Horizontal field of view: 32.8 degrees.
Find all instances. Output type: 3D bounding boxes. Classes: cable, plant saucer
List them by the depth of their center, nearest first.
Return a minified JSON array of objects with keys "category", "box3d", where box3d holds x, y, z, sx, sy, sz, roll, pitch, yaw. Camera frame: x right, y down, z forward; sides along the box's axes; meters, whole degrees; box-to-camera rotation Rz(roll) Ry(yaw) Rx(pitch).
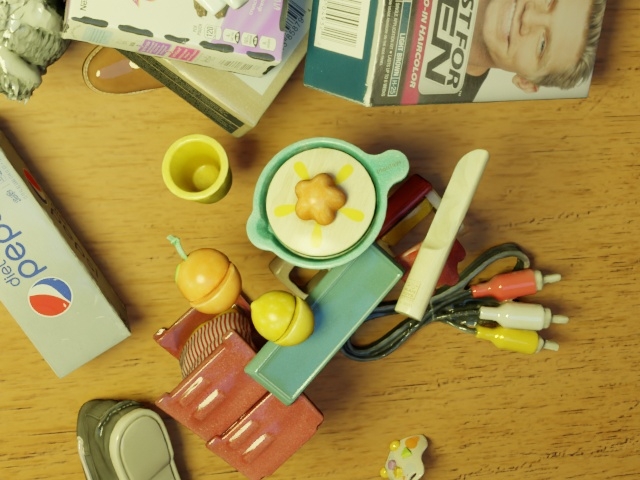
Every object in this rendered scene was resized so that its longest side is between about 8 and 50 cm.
[{"category":"plant saucer","box3d":[0.007,0.084,1.131,0.067,0.018,0.192,42,88,-18]},{"category":"cable","box3d":[0.163,0.083,1.346,0.287,0.072,0.139,-6,105,-11]}]

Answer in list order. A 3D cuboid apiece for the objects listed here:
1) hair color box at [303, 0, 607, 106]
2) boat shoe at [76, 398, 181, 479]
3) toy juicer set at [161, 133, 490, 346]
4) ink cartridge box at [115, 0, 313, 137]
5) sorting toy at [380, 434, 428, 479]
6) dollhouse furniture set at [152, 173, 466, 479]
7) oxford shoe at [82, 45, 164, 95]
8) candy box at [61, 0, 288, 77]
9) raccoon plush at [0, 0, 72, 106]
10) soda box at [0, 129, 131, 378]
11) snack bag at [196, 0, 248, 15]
[{"category":"hair color box","box3d":[0.153,-0.238,1.133,0.347,0.105,0.173,-9,114,-40]},{"category":"boat shoe","box3d":[-0.219,0.336,1.347,0.112,0.096,0.335,-33,124,-40]},{"category":"toy juicer set","box3d":[0.000,0.000,1.080,0.329,0.089,0.209,1,79,9]},{"category":"ink cartridge box","box3d":[-0.088,-0.255,1.103,0.193,0.088,0.234,35,79,-12]},{"category":"sorting toy","box3d":[0.114,0.303,1.410,0.045,0.075,0.083,13,105,-18]},{"category":"dollhouse furniture set","box3d":[-0.006,0.066,1.230,0.374,0.201,0.152,-44,108,2]},{"category":"oxford shoe","box3d":[-0.152,-0.201,1.167,0.212,0.076,0.076,-16,114,-6]},{"category":"candy box","box3d":[-0.128,-0.253,1.006,0.196,0.070,0.164,8,84,-17]},{"category":"raccoon plush","box3d":[-0.431,-0.296,1.046,0.447,0.216,0.299,6,122,10]},{"category":"soda box","box3d":[-0.325,0.006,1.191,0.098,0.091,0.286,-32,114,-2]},{"category":"snack bag","box3d":[-0.116,-0.385,0.980,0.323,0.342,0.037,39,142,-1]}]
